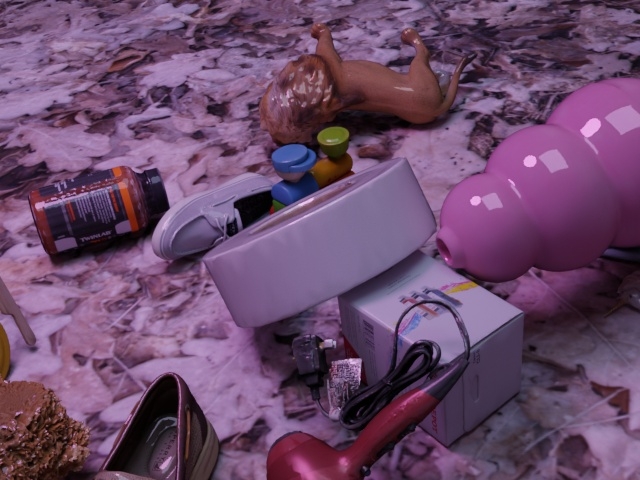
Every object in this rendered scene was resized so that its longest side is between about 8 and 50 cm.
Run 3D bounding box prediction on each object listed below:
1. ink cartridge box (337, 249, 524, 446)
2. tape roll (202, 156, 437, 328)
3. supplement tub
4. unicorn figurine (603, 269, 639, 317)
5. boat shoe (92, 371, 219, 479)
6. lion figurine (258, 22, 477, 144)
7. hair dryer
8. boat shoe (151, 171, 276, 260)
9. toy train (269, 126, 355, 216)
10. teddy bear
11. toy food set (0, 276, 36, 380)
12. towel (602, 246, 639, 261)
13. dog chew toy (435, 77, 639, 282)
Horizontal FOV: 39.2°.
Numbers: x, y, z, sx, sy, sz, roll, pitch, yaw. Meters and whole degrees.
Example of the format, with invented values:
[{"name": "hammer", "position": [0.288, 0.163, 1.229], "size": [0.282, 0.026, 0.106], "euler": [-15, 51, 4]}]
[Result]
[{"name": "ink cartridge box", "position": [0.127, 0.118, 1.032], "size": [0.127, 0.128, 0.176], "euler": [-29, 41, -27]}, {"name": "tape roll", "position": [0.000, 0.000, 1.127], "size": [0.286, 0.100, 0.286], "euler": [-26, 6, 3]}, {"name": "supplement tub", "position": [-0.334, -0.052, 1.371], "size": [0.198, 0.106, 0.106], "euler": [-17, 37, -12]}, {"name": "unicorn figurine", "position": [0.439, 0.044, 1.106], "size": [0.111, 0.161, 0.060], "euler": [27, 22, 16]}, {"name": "boat shoe", "position": [-0.194, 0.272, 0.886], "size": [0.123, 0.123, 0.342], "euler": [4, 38, 16]}, {"name": "lion figurine", "position": [0.090, -0.263, 1.556], "size": [0.392, 0.142, 0.240], "euler": [-2, 43, 1]}, {"name": "hair dryer", "position": [0.037, 0.204, 0.894], "size": [0.224, 0.080, 0.293], "euler": [-18, 59, 38]}, {"name": "boat shoe", "position": [-0.144, -0.035, 1.333], "size": [0.081, 0.079, 0.227], "euler": [21, 41, 39]}, {"name": "toy train", "position": [0.030, -0.109, 1.347], "size": [0.248, 0.143, 0.105], "euler": [-33, 43, -30]}, {"name": "teddy bear", "position": [-0.373, 0.287, 0.900], "size": [0.245, 0.113, 0.338], "euler": [0, 35, 0]}, {"name": "toy food set", "position": [-0.467, 0.149, 1.129], "size": [0.071, 0.128, 0.218], "euler": [-13, 27, 36]}, {"name": "towel", "position": [0.537, -0.077, 1.261], "size": [0.375, 0.090, 0.320], "euler": [11, 38, 24]}, {"name": "dog chew toy", "position": [0.288, -0.057, 1.062], "size": [0.332, 0.206, 0.206], "euler": [-26, 39, -11]}]
